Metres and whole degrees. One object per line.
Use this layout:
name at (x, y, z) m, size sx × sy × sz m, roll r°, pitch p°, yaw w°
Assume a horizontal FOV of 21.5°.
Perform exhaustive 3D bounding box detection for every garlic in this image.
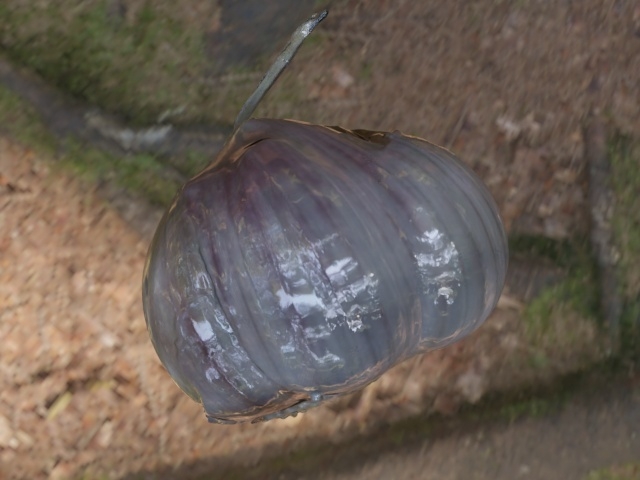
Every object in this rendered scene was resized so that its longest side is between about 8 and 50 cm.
garlic at (0.000, 0.000, 1.010) m, size 0.207 × 0.257 × 0.207 m, roll -1°, pitch 134°, yaw -1°
